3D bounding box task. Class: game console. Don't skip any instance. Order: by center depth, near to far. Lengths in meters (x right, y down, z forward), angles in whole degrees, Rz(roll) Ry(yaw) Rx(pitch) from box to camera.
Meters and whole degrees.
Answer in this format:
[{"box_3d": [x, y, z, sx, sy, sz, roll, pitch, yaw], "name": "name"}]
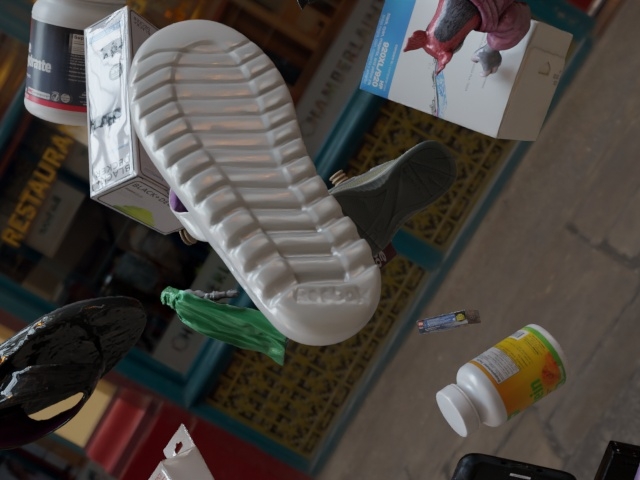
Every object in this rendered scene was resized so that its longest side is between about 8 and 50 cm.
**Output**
[{"box_3d": [0.401, 0.410, 1.554, 0.044, 0.361, 0.213, -81, 4, -65], "name": "game console"}]

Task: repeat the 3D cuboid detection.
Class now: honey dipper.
[{"box_3d": [0.075, -0.055, 1.684, 0.030, 0.161, 0.030, -37, -1, -1], "name": "honey dipper"}]

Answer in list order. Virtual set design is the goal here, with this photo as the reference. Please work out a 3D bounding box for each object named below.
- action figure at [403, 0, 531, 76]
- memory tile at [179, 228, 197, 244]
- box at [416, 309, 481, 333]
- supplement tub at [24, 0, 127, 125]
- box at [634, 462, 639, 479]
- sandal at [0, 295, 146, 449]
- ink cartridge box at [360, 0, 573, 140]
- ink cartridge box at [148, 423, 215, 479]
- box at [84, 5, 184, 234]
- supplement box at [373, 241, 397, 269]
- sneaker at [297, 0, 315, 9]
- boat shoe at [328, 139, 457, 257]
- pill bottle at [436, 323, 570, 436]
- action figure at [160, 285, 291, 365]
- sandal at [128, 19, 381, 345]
[{"box_3d": [0.229, -0.346, 1.114, 0.275, 0.248, 0.370, 3, 62, 61], "name": "action figure"}, {"box_3d": [-0.231, -0.073, 1.524, 0.012, 0.113, 0.148, -22, 45, 21], "name": "memory tile"}, {"box_3d": [0.244, 0.153, 1.773, 0.137, 0.093, 0.027, 13, -117, -70], "name": "box"}, {"box_3d": [-0.491, -0.381, 1.903, 0.191, 0.191, 0.272, -79, -1, -73], "name": "supplement tub"}, {"box_3d": [0.476, 0.347, 1.054, 0.294, 0.182, 0.296, 127, 168, -77], "name": "box"}, {"box_3d": [-0.417, 0.224, 1.251, 0.445, 0.107, 0.168, -29, -33, -23], "name": "sandal"}, {"box_3d": [0.214, -0.260, 1.372, 0.171, 0.232, 0.168, -9, -61, -58], "name": "ink cartridge box"}, {"box_3d": [-0.186, 0.359, 1.302, 0.061, 0.181, 0.104, -17, -25, -37], "name": "ink cartridge box"}, {"box_3d": [-0.255, -0.172, 1.374, 0.087, 0.169, 0.290, -21, 63, 23], "name": "box"}, {"box_3d": [0.000, 0.000, 1.621, 0.239, 0.130, 0.073, -12, 19, 40], "name": "supplement box"}, {"box_3d": [0.029, -0.396, 1.346, 0.170, 0.089, 0.051, -26, 14, -33], "name": "sneaker"}, {"box_3d": [0.069, -0.047, 1.462, 0.320, 0.118, 0.103, -37, 7, -18], "name": "boat shoe"}, {"box_3d": [0.357, 0.281, 1.859, 0.245, 0.136, 0.136, -29, -2, -14], "name": "pill bottle"}, {"box_3d": [-0.160, 0.127, 1.579, 0.137, 0.232, 0.063, 103, -172, -48], "name": "action figure"}, {"box_3d": [-0.086, -0.058, 0.953, 0.416, 0.169, 0.102, 63, 153, 29], "name": "sandal"}]
